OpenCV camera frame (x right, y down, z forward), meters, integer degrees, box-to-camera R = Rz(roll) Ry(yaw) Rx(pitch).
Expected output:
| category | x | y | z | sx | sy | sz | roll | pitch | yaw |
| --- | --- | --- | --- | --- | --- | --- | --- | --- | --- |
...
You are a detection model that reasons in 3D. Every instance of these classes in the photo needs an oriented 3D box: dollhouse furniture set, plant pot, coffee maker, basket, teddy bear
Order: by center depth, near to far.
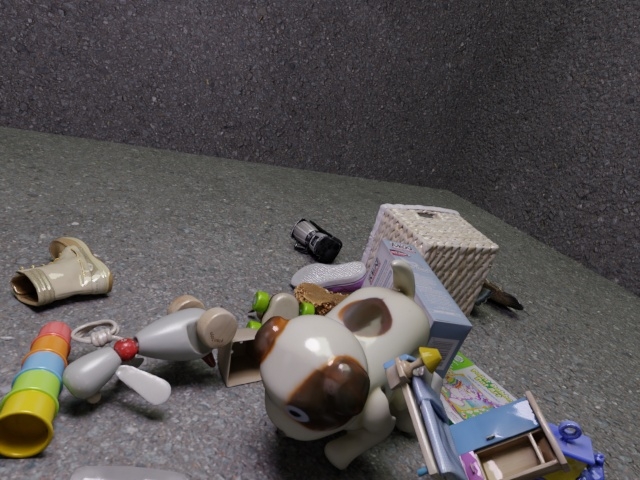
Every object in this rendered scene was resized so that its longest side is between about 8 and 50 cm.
| category | x | y | z | sx | sy | sz | roll | pitch | yaw |
| --- | --- | --- | --- | --- | --- | --- | --- | --- | --- |
| dollhouse furniture set | 0.265 | 0.328 | 0.790 | 0.303 | 0.198 | 0.286 | 52 | 16 | -40 |
| plant pot | -0.181 | 0.255 | 1.155 | 0.109 | 0.109 | 0.096 | -1 | 16 | -37 |
| teddy bear | 0.076 | 0.223 | 1.431 | 0.337 | 0.113 | 0.245 | 12 | 24 | -32 |
| basket | 0.337 | 0.087 | 1.645 | 0.328 | 0.331 | 0.266 | 3 | 29 | -28 |
| coffee maker | 0.000 | 0.000 | 1.928 | 0.171 | 0.120 | 0.178 | -1 | 25 | -38 |

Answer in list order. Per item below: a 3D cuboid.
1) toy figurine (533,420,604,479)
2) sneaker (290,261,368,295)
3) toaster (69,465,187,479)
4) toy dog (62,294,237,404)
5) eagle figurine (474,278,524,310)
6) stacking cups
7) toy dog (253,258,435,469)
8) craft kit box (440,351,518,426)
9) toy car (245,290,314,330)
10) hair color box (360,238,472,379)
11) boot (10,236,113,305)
| category | x | y | z | sx | sy | sz | roll | pitch | yaw |
| --- | --- | --- | --- | --- | --- | --- | --- | --- | --- |
| toy figurine | 0.450 | 0.439 | 0.918 | 0.362 | 0.217 | 0.191 | 19 | 20 | 13 |
| sneaker | 0.043 | 0.158 | 1.594 | 0.282 | 0.161 | 0.102 | -3 | 42 | 37 |
| toaster | -0.269 | 0.403 | 0.679 | 0.168 | 0.110 | 0.186 | 11 | 20 | -12 |
| toy dog | -0.330 | 0.242 | 1.036 | 0.333 | 0.161 | 0.220 | -16 | 22 | -17 |
| eagle figurine | 0.591 | 0.155 | 1.890 | 0.226 | 0.225 | 0.298 | -22 | 53 | 13 |
| stacking cups | -0.515 | 0.256 | 0.944 | 0.096 | 0.096 | 0.316 | 8 | 18 | -17 |
| toy dog | 0.058 | 0.240 | 0.960 | 0.284 | 0.395 | 0.408 | 37 | 20 | 29 |
| craft kit box | 0.328 | 0.372 | 1.257 | 0.246 | 0.061 | 0.250 | 3 | 23 | -35 |
| toy car | -0.128 | 0.208 | 1.330 | 0.155 | 0.149 | 0.188 | 17 | -9 | -21 |
| hair color box | 0.231 | 0.171 | 1.317 | 0.113 | 0.185 | 0.374 | 11 | 26 | -20 |
| boot | -0.691 | 0.076 | 1.296 | 0.262 | 0.095 | 0.203 | 31 | 27 | 30 |
